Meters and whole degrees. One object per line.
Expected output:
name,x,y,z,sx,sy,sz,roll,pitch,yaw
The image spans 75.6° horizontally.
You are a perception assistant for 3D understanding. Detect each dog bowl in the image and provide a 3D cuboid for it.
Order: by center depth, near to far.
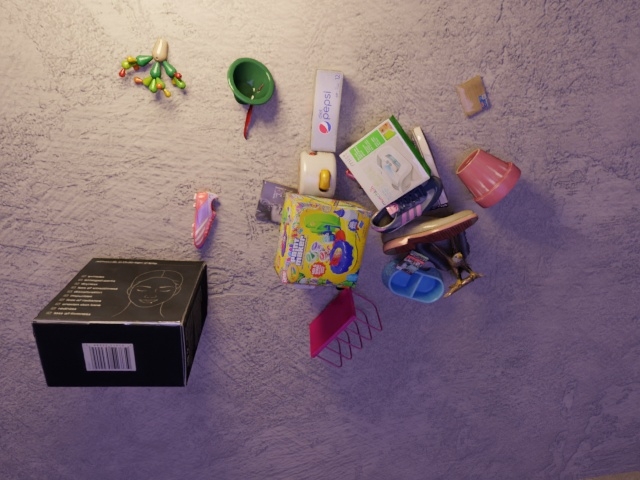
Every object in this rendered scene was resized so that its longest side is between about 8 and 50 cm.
dog bowl,0.425,0.191,1.868,0.297,0.074,0.165,18,111,-11

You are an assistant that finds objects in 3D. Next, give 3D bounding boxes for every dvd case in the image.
dvd case,-0.144,-0.146,1.701,0.221,0.018,0.164,14,111,-11
dvd case,0.386,0.096,1.753,0.087,0.013,0.119,24,130,-14

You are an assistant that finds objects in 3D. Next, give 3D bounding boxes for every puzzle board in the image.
puzzle board,0.586,-0.554,1.590,0.096,0.011,0.128,-27,114,6

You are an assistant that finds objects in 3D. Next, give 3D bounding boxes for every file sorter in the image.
file sorter,0.110,0.396,1.847,0.182,0.202,0.290,32,115,-21

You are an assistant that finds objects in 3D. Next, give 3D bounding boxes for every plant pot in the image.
plant pot,0.650,-0.258,1.638,0.180,0.201,0.201,38,106,-2

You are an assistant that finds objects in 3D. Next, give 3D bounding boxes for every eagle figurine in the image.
eagle figurine,0.562,0.058,1.781,0.226,0.298,0.225,-21,163,-33

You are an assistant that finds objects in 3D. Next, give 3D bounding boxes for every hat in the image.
hat,-0.285,-0.531,1.519,0.173,0.183,0.208,25,68,-22

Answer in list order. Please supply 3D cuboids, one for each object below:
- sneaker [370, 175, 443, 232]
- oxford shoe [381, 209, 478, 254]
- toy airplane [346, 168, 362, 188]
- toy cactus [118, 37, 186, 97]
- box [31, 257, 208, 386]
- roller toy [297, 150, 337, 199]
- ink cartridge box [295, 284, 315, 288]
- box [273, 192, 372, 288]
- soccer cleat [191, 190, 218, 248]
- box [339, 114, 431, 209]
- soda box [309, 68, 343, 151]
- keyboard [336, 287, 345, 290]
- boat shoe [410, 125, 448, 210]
sneaker,0.324,-0.131,1.585,0.319,0.112,0.131,-43,155,29
oxford shoe,0.428,-0.066,1.678,0.397,0.146,0.140,-18,157,17
toy airplane,0.181,-0.278,1.665,0.151,0.028,0.151,2,111,6
toy cactus,-0.574,-0.605,1.428,0.219,0.112,0.180,17,101,-3
box,-0.718,0.296,1.598,0.480,0.471,0.297,3,114,-6
roller toy,-0.009,-0.243,1.574,0.146,0.191,0.209,1,153,-7
ink cartridge box,-0.067,0.088,1.709,0.086,0.203,0.148,0,113,-5
box,0.000,0.000,1.484,0.279,0.177,0.289,6,105,-18
soccer cleat,-0.469,-0.078,1.673,0.095,0.083,0.248,4,111,-12
box,0.245,-0.291,1.549,0.231,0.127,0.262,-32,100,26
soda box,0.018,-0.478,1.530,0.098,0.091,0.286,2,114,-6
keyboard,0.092,0.135,1.844,0.100,0.038,0.192,-8,118,24
boat shoe,0.384,-0.266,1.643,0.158,0.127,0.340,-18,104,21
